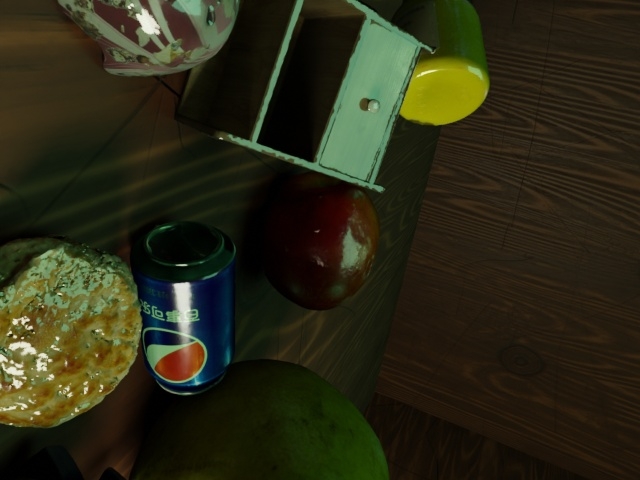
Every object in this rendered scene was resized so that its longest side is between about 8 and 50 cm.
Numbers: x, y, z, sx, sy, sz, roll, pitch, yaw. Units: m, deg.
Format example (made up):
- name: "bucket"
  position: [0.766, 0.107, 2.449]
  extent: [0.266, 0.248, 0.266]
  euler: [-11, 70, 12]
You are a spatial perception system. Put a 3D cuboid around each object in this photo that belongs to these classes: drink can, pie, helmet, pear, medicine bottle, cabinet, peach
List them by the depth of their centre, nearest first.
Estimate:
- name: "helmet"
  position: [-0.130, -0.221, 0.441]
  extent: [0.153, 0.107, 0.177]
  euler: [-61, 160, -23]
- name: "pie"
  position: [-0.240, 0.082, 0.457]
  extent: [0.163, 0.079, 0.193]
  euler: [-28, 135, -52]
- name: "cabinet"
  position: [-0.015, -0.172, 0.577]
  extent: [0.215, 0.148, 0.175]
  euler: [14, 101, -35]
- name: "drink can"
  position: [-0.160, 0.084, 0.630]
  extent: [0.118, 0.118, 0.205]
  euler: [-50, 152, -50]
- name: "medicine bottle"
  position: [0.147, -0.269, 0.683]
  extent: [0.122, 0.122, 0.212]
  euler: [68, 20, -64]
- name: "pear"
  position: [-0.087, 0.330, 0.722]
  extent: [0.352, 0.352, 0.413]
  euler: [-66, -165, -17]
- name: "peach"
  position: [0.000, 0.000, 0.891]
  extent: [0.243, 0.199, 0.243]
  euler: [15, 90, -75]

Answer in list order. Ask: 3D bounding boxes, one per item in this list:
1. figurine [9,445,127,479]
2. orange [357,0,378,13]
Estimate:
- name: "figurine"
  position: [-0.283, 0.350, 0.483]
  extent: [0.308, 0.143, 0.308]
  euler: [-62, 179, -2]
- name: "orange"
  position: [0.032, -0.253, 0.786]
  extent: [0.158, 0.179, 0.237]
  euler: [64, 19, 1]
